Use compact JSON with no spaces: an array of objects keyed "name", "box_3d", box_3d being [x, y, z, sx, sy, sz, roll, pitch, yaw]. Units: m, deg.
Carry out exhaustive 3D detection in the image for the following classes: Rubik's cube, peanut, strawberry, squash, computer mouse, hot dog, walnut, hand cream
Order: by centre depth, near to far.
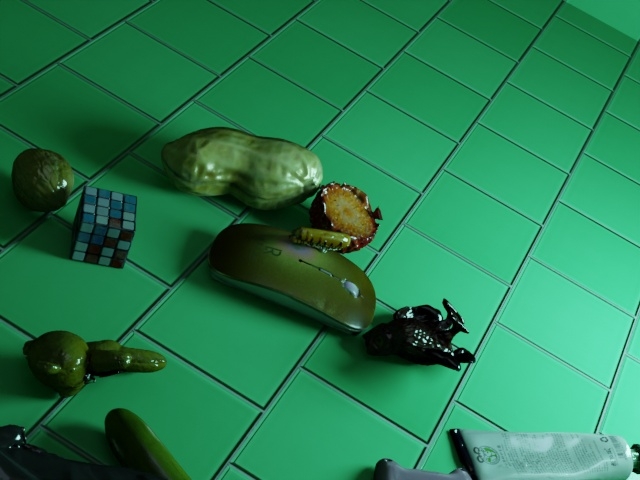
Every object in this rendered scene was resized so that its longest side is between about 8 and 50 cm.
[{"name":"squash","box_3d":[-0.225,0.329,1.579,0.069,0.069,0.258,-21,56,-42]},{"name":"hand cream","box_3d":[0.385,0.362,1.883,0.336,0.076,0.121,3,38,-16]},{"name":"Rubik's cube","box_3d":[-0.362,-0.022,1.887,0.092,0.092,0.092,12,41,-17]},{"name":"walnut","box_3d":[-0.472,-0.104,1.916,0.105,0.105,0.124,-15,62,-39]},{"name":"computer mouse","box_3d":[-0.043,0.061,1.984,0.310,0.072,0.158,23,40,-4]},{"name":"hot dog","box_3d":[0.000,0.000,1.990,0.122,0.049,0.037,6,72,-26]},{"name":"peanut","box_3d":[-0.145,-0.135,2.103,0.305,0.147,0.147,13,40,-13]},{"name":"strawberry","box_3d":[0.039,-0.041,2.118,0.145,0.086,0.145,15,60,-28]}]

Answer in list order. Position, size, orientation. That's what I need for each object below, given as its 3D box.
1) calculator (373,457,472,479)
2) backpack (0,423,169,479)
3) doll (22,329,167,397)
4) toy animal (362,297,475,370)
[{"name":"calculator","box_3d":[0.173,0.449,1.675,0.194,0.043,0.294,12,42,-18]},{"name":"backpack","box_3d":[-0.334,0.381,1.323,0.445,0.255,0.363,8,48,-25]},{"name":"doll","box_3d":[-0.334,0.188,1.673,0.209,0.097,0.137,9,2,-30]},{"name":"toy animal","box_3d":[0.170,0.183,1.955,0.179,0.116,0.218,-16,23,1]}]
